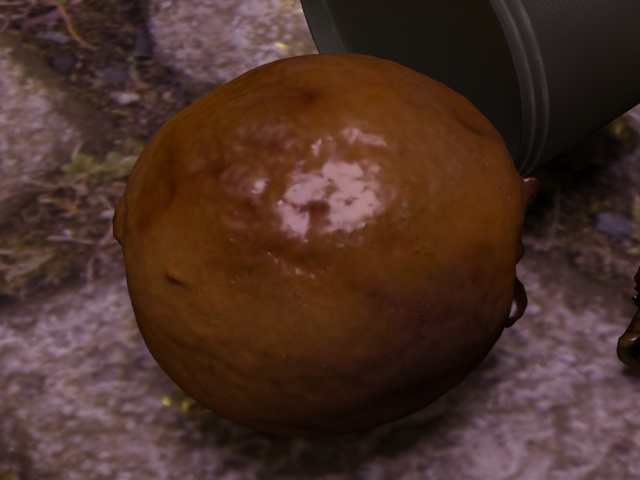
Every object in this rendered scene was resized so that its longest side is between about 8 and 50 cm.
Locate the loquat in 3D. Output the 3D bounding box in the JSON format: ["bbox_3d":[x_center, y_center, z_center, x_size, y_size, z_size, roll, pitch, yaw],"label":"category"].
[{"bbox_3d":[0.000,0.000,1.047,0.238,0.193,0.238,-1,40,1],"label":"loquat"}]

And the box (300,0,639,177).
[{"bbox_3d":[0.106,-0.159,1.165,0.149,0.226,0.226,-32,52,-24],"label":"box"}]

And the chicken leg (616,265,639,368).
[{"bbox_3d":[0.217,0.004,1.117,0.070,0.093,0.178,40,59,-18],"label":"chicken leg"}]
